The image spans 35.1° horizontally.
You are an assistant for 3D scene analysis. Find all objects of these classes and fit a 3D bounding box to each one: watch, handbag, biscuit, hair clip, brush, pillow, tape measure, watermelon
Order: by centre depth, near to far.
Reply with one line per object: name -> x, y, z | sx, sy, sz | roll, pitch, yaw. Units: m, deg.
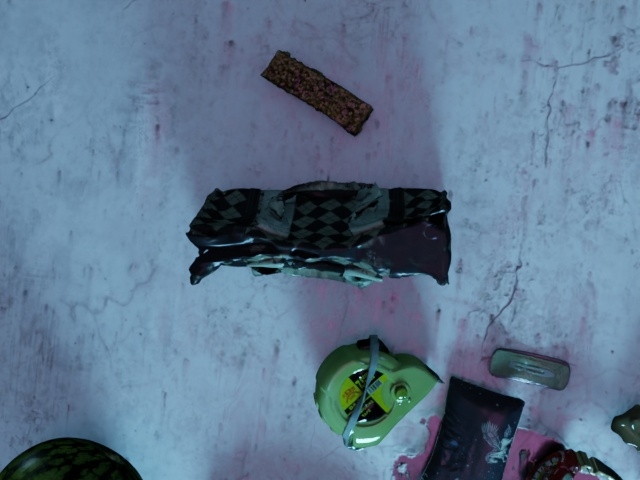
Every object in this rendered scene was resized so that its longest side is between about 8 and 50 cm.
handbag -> 0.000, 0.000, 1.611 | 0.417, 0.317, 0.180 | 1, 98, 5
watermelon -> -0.416, 0.472, 1.674 | 0.285, 0.285, 0.285 | 0, 91, 5
brush -> 0.627, 0.370, 1.693 | 0.301, 0.084, 0.071 | 33, 61, -4
watch -> 0.459, 0.476, 1.704 | 0.165, 0.102, 0.268 | -34, 97, 12
tape measure -> 0.077, 0.254, 1.717 | 0.175, 0.106, 0.200 | 41, 96, -11
pillow -> 0.260, 0.351, 1.726 | 0.141, 0.055, 0.208 | 17, 92, 11
hair clip -> 0.358, 0.219, 1.732 | 0.137, 0.022, 0.054 | 11, 93, 4
biscuit -> -0.004, -0.256, 1.745 | 0.199, 0.034, 0.064 | 33, 94, 3
